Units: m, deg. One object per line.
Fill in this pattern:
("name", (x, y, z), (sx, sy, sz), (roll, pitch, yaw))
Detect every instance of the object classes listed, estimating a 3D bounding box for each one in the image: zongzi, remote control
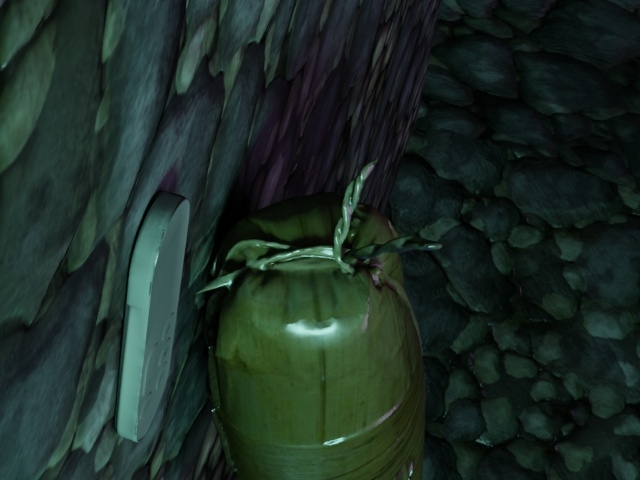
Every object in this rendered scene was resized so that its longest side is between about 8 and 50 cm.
("zongzi", (-0.022, 0.002, 1.492), (0.500, 0.218, 0.467), (84, -3, -48))
("remote control", (-0.126, 0.062, 1.105), (0.245, 0.022, 0.077), (103, 6, -45))
